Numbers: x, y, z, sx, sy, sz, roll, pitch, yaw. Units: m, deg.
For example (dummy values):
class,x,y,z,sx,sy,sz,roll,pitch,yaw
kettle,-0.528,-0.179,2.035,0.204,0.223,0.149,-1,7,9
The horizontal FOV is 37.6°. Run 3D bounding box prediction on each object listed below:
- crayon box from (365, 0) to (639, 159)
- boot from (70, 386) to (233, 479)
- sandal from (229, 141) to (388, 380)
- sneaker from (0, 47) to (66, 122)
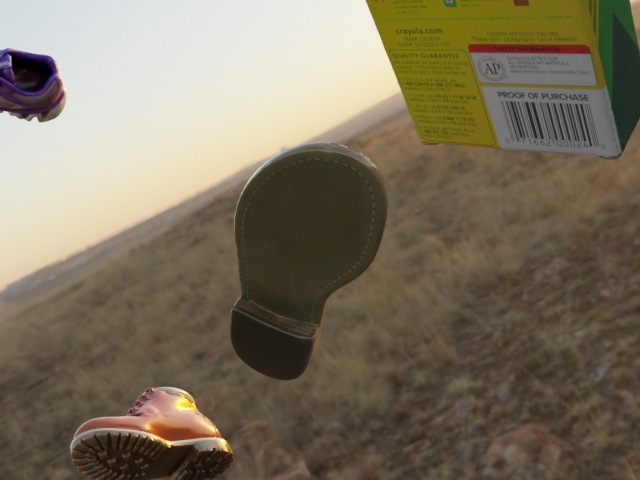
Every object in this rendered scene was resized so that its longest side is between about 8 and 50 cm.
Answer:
class,x,y,z,sx,sy,sz,roll,pitch,yaw
crayon box,0.135,-0.217,0.766,0.202,0.318,0.081,10,52,37
boot,-0.153,0.161,0.802,0.059,0.085,0.158,-48,-37,19
sandal,-0.006,-0.003,0.612,0.240,0.088,0.079,110,-174,-50
sneaker,-0.440,-0.209,1.219,0.236,0.095,0.104,-5,-10,-28
